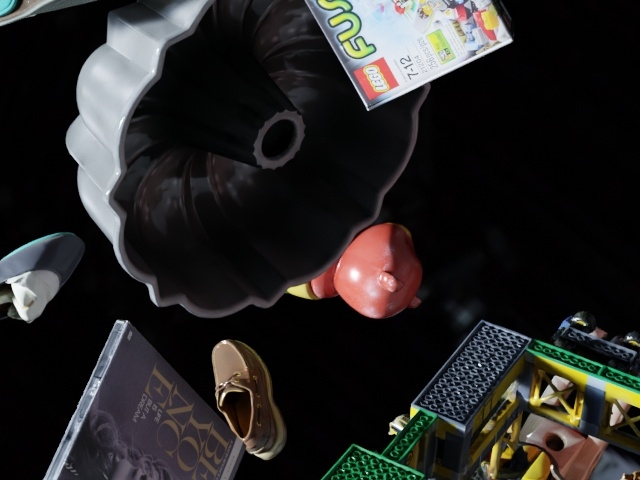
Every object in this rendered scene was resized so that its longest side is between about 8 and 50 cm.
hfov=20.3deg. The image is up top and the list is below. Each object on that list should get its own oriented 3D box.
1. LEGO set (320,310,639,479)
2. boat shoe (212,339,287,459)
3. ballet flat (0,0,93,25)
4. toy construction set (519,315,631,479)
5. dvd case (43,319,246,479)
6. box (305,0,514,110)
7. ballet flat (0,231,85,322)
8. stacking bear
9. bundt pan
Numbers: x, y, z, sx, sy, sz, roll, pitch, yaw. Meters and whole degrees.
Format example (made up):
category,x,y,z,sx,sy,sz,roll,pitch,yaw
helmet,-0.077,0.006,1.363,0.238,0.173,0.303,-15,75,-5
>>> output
category,x,y,z,sx,sy,sz,roll,pitch,yaw
LEGO set,0.111,0.211,1.040,0.331,0.255,0.192,-54,-27,-48
boat shoe,-0.097,0.187,2.197,0.064,0.178,0.060,-42,-42,20
ballet flat,-0.210,-0.193,1.336,0.213,0.072,0.068,-10,-15,20
toy construction set,0.220,0.255,1.609,0.237,0.309,0.257,-46,3,-40
dvd case,-0.145,0.195,1.527,0.221,0.018,0.164,53,-130,-46
box,0.033,-0.200,1.185,0.114,0.207,0.036,-26,20,17
ballet flat,-0.317,0.062,1.761,0.203,0.074,0.074,-24,-20,-11
stacking bear,0.000,0.000,2.241,0.164,0.289,0.175,-57,-27,-12
bundt pan,-0.070,-0.109,1.469,0.331,0.124,0.331,-26,-46,-30
